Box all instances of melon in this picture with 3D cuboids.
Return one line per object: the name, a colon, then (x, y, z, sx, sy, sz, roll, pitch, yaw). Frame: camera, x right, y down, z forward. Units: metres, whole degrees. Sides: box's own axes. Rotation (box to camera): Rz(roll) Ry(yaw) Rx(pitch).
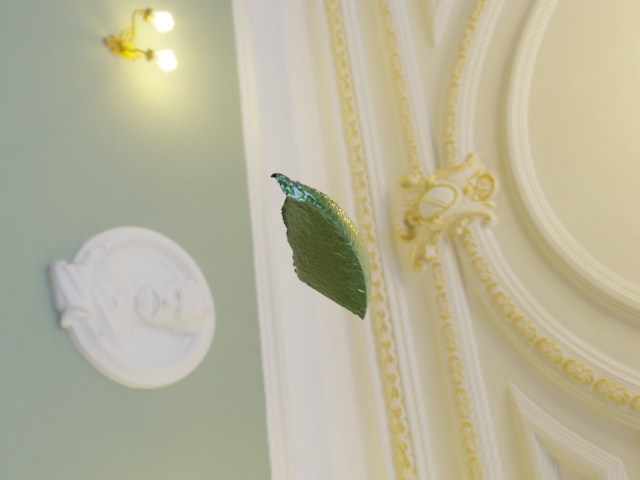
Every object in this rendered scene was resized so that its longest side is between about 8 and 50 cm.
melon: (-0.001, 0.000, 0.844, 0.114, 0.262, 0.053, 12, -119, 25)
